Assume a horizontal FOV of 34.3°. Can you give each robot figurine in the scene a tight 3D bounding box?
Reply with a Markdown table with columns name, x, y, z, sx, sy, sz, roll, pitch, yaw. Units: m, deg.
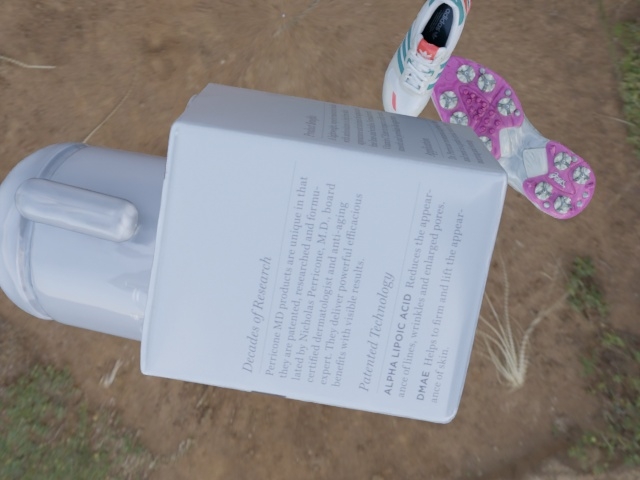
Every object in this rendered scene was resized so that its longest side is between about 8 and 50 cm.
| name | x | y | z | sx | sy | sz | roll | pitch | yaw |
| --- | --- | --- | --- | --- | --- | --- | --- | --- | --- |
| robot figurine | -0.209 | 0.003 | 1.123 | 0.353 | 0.300 | 0.200 | 10 | 73 | 18 |

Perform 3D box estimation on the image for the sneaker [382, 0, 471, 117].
| name | x | y | z | sx | sy | sz | roll | pitch | yaw |
| --- | --- | --- | --- | --- | --- | --- | --- | --- | --- |
| sneaker | 0.105 | -0.193 | 1.085 | 0.057 | 0.075 | 0.161 | 28 | 113 | 3 |

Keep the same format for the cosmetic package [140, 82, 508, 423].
| name | x | y | z | sx | sy | sz | roll | pitch | yaw |
| --- | --- | --- | --- | --- | --- | --- | --- | --- | --- |
| cosmetic package | 0.000 | 0.000 | 0.631 | 0.183 | 0.151 | 0.152 | 9 | 106 | -1 |

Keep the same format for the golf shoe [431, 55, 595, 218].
| name | x | y | z | sx | sy | sz | roll | pitch | yaw |
| --- | --- | --- | --- | --- | --- | --- | --- | --- | --- |
| golf shoe | 0.264 | -0.150 | 1.530 | 0.306 | 0.140 | 0.115 | 44 | 90 | -12 |
